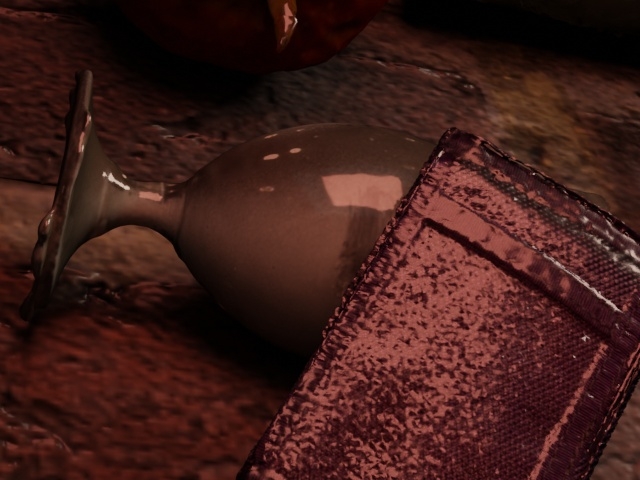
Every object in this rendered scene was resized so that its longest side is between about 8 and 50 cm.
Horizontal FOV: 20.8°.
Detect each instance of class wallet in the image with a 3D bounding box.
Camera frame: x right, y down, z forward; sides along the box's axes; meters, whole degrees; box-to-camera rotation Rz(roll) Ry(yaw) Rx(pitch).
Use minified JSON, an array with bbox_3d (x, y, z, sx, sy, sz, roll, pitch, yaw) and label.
[{"bbox_3d":[0.054,0.049,0.621,0.111,0.030,0.166,33,66,-5],"label":"wallet"}]

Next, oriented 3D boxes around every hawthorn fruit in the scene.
[{"bbox_3d":[-0.029,-0.162,0.840,0.179,0.179,0.200,7,40,-16],"label":"hawthorn fruit"}]

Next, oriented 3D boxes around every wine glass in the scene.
[{"bbox_3d":[0.000,0.000,0.690,0.222,0.103,0.103,10,35,-9],"label":"wine glass"}]

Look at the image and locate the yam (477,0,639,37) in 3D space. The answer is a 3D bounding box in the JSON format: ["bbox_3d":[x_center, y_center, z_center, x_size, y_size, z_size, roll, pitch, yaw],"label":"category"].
[{"bbox_3d":[0.202,-0.196,0.998,0.304,0.168,0.168,10,35,-13],"label":"yam"}]
